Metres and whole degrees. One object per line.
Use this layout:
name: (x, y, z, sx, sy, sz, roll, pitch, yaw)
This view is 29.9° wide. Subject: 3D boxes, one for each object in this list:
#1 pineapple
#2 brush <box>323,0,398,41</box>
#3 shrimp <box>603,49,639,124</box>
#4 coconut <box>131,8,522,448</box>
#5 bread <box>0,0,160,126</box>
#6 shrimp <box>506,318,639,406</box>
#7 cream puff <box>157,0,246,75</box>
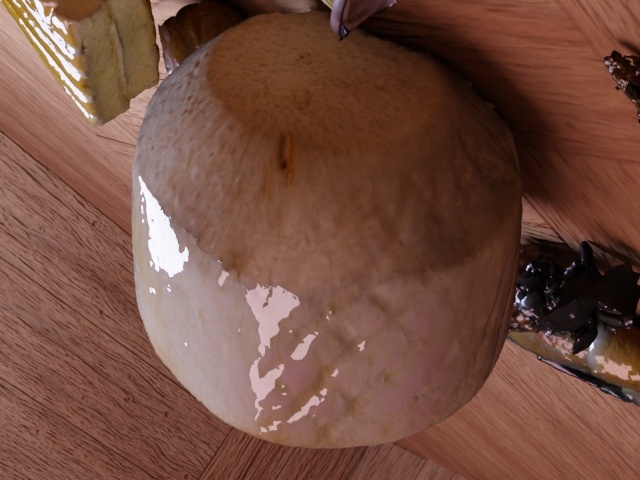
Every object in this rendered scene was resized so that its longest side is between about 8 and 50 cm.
pineapple: (0.243, 0.057, 1.261, 0.111, 0.119, 0.237, 25, 171, -25)
brush: (0.034, -0.229, 0.834, 0.067, 0.072, 0.313, 47, 168, 5)
shrimp: (0.272, -0.072, 0.858, 0.184, 0.043, 0.091, 37, 171, -16)
coconut: (0.000, 0.000, 1.140, 0.415, 0.344, 0.415, 38, 146, 31)
bread: (-0.274, -0.276, 1.232, 0.246, 0.111, 0.239, 51, 166, 12)
shrimp: (0.314, 0.128, 1.466, 0.445, 0.085, 0.272, 24, 170, 22)
cream puff: (-0.109, -0.185, 1.251, 0.144, 0.103, 0.126, 81, 165, -52)
